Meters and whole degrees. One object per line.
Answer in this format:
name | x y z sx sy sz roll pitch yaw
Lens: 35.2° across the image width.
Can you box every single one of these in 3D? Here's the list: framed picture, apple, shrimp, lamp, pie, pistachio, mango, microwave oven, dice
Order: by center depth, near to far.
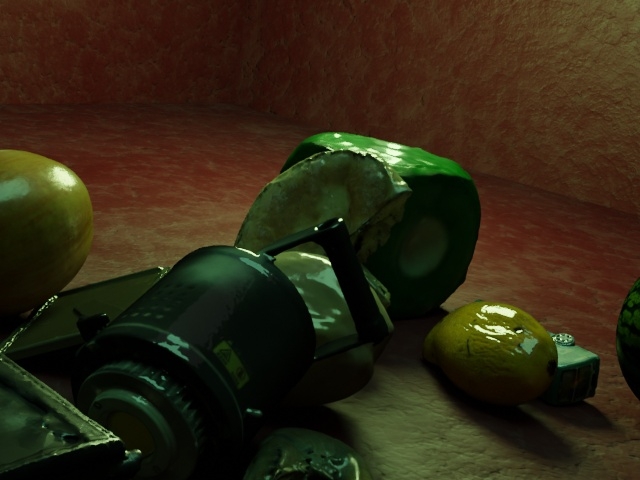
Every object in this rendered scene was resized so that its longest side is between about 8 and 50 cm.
microwave oven | -0.306 0.211 0.883 0.247 0.188 0.178 22 18 38
shrimp | -0.012 0.274 1.110 0.145 0.059 0.254 21 11 2
lamp | -0.131 0.142 1.122 0.374 0.205 0.272 -18 19 14
pistachio | -0.065 0.120 1.367 0.332 0.207 0.226 -3 0 19
framed picture | -0.335 0.100 1.449 0.209 0.019 0.281 -13 14 7
apple | -0.470 -0.017 1.498 0.242 0.242 0.241 18 35 29
mango | 0.248 0.163 1.528 0.109 0.157 0.262 45 -17 -33
pie | 0.000 0.000 1.645 0.337 0.337 0.075 20 -6 33
dice | 0.100 -0.034 1.875 0.297 0.287 0.300 -2 20 -38

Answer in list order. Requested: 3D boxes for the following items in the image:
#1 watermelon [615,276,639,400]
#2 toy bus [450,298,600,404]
watermelon | 0.592 0.150 1.521 0.285 0.285 0.285 9 15 -3
toy bus | 0.323 0.179 1.629 0.109 0.091 0.262 -14 25 -33
